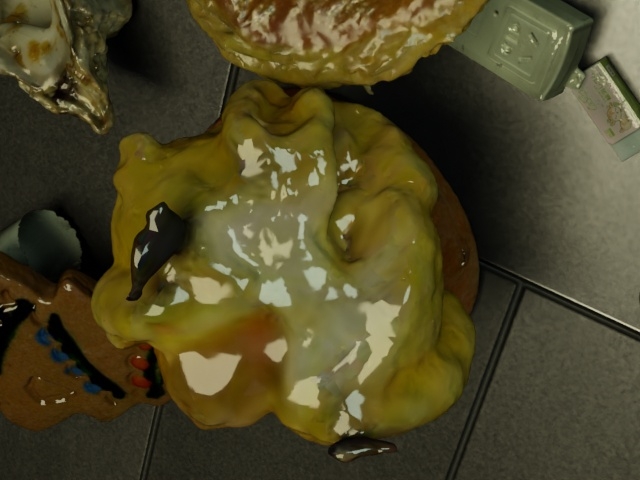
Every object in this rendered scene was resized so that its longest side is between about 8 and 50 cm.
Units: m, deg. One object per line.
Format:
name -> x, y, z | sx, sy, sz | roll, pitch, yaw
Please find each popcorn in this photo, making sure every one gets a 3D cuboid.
popcorn -> -0.038, 0.027, 1.141 | 0.297, 0.281, 0.315 | -18, 108, 2

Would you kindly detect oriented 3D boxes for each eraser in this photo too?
eraser -> 0.246, -0.110, 1.157 | 0.038, 0.019, 0.083 | -34, 92, 37

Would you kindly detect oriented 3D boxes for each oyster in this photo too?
oyster -> -0.282, -0.257, 1.335 | 0.341, 0.110, 0.166 | 48, 120, 6

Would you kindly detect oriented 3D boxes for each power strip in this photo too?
power strip -> 0.147, -0.186, 1.158 | 0.175, 0.042, 0.075 | 35, 126, 24

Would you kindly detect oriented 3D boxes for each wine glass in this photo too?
wine glass -> -0.360, 0.050, 1.512 | 0.222, 0.103, 0.103 | -34, 93, 35

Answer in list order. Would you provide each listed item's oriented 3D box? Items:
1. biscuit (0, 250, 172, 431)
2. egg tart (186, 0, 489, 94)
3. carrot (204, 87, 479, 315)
biscuit -> -0.255, 0.114, 1.458 | 0.302, 0.043, 0.278 | -1, 134, 10
egg tart -> 0.012, -0.286, 1.119 | 0.352, 0.153, 0.339 | -9, 98, 28
carrot -> 0.000, 0.000, 1.296 | 0.307, 0.100, 0.258 | 50, 122, 3
